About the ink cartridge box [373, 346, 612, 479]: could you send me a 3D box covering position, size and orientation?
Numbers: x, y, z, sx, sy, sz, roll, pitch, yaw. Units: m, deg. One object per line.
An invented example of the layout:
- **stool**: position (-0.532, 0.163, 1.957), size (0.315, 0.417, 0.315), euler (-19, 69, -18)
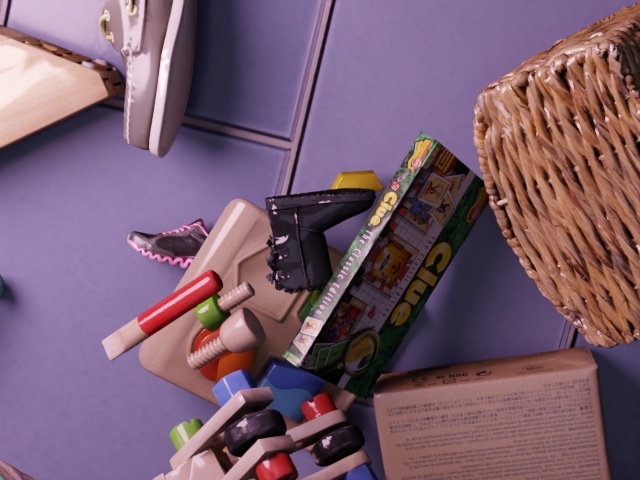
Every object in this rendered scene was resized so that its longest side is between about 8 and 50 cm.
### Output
- **ink cartridge box**: position (0.184, 0.226, 1.453), size (0.234, 0.088, 0.193), euler (-7, 101, 5)

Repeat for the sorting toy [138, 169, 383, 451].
- **sorting toy**: position (-0.020, 0.056, 1.442), size (0.229, 0.041, 0.307), euler (30, 101, -15)

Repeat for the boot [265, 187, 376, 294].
- **boot**: position (0.000, 0.000, 1.396), size (0.121, 0.045, 0.099), euler (-6, 99, 0)

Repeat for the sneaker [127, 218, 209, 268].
- **sneaker**: position (-0.144, 0.001, 1.465), size (0.119, 0.047, 0.057), euler (15, 95, -6)

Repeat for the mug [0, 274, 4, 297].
- **mug**: position (-0.435, 0.054, 1.465), size (0.157, 0.097, 0.129), euler (-39, 95, 10)

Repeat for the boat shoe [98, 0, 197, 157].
- **boat shoe**: position (-0.172, -0.239, 1.393), size (0.091, 0.109, 0.305), euler (7, 94, 4)

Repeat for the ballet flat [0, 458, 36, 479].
- **ballet flat**: position (-0.310, 0.341, 1.496), size (0.107, 0.106, 0.316), euler (-22, 106, 12)

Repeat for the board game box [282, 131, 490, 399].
- **board game box**: position (0.073, 0.030, 1.389), size (0.030, 0.136, 0.260), euler (31, 90, 36)

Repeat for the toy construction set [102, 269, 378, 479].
- **toy construction set**: position (-0.113, 0.213, 1.364), size (0.237, 0.257, 0.309), euler (-32, 93, 15)

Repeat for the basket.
- **basket**: position (0.311, -0.068, 1.391), size (0.213, 0.223, 0.299), euler (-22, 99, 41)

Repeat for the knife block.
- **knife block**: position (-0.371, -0.111, 1.438), size (0.275, 0.088, 0.242), euler (21, 101, 0)
